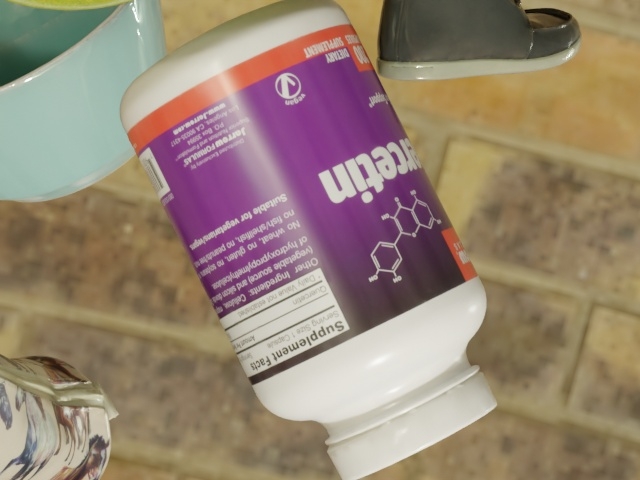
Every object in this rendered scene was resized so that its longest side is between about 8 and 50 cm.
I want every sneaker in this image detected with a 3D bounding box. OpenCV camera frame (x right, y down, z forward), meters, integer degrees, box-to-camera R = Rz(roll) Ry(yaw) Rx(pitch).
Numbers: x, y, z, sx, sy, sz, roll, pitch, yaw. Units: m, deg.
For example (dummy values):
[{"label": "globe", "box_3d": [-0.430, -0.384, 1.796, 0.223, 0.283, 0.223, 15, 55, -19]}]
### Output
[{"label": "sneaker", "box_3d": [0.142, -0.203, 1.661, 0.222, 0.118, 0.083, -13, -160, -41]}]

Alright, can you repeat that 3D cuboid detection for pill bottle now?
[{"label": "pill bottle", "box_3d": [0.000, 0.000, 1.415, 0.181, 0.323, 0.181, -27, 178, -1]}]

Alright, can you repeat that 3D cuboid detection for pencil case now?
[{"label": "pencil case", "box_3d": [-0.323, 0.166, 1.830, 0.183, 0.160, 0.410, -24, 165, 9]}]

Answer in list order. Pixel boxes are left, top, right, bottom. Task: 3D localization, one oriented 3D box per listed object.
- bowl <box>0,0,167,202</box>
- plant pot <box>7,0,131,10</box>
[{"label": "bowl", "box_3d": [-0.269, -0.152, 1.915, 0.311, 0.163, 0.311, -20, -149, 12]}, {"label": "plant pot", "box_3d": [-0.176, -0.328, 1.247, 0.366, 0.366, 0.353, 9, -149, -26]}]
